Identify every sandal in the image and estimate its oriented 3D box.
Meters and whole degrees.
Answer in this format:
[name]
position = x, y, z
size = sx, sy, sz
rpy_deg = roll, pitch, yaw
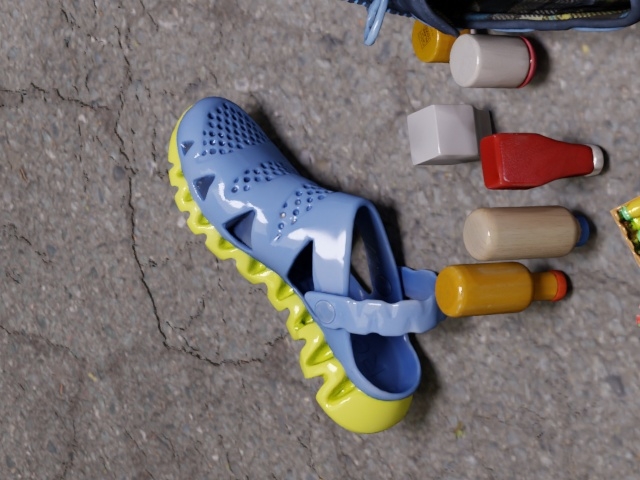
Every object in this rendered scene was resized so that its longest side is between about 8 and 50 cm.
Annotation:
[sandal]
position = 0.000, 0.000, 1.324
size = 0.317, 0.126, 0.138
rpy_deg = 51, 131, 5

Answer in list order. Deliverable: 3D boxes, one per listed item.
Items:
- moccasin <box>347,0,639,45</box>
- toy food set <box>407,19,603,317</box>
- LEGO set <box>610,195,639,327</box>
[moccasin]
position = 0.093, -0.209, 1.105
size = 0.342, 0.117, 0.138
rpy_deg = 4, 130, 38
[toy food set]
position = 0.143, -0.064, 1.192
size = 0.111, 0.104, 0.232
rpy_deg = -21, 74, 59
[LEGO set]
position = 0.249, 0.113, 1.130
size = 0.132, 0.107, 0.287
rpy_deg = 12, 115, 40
